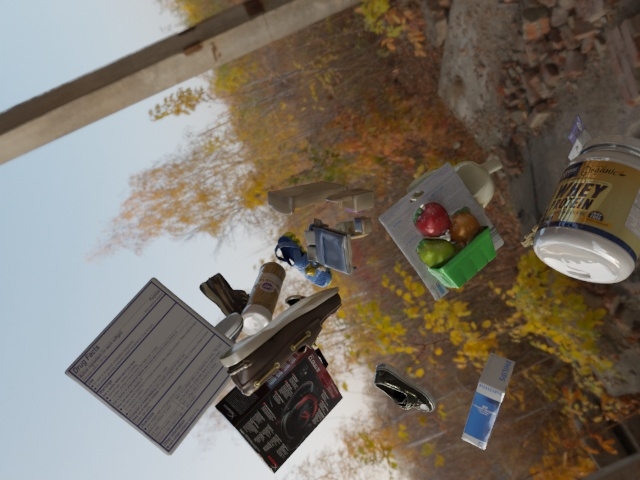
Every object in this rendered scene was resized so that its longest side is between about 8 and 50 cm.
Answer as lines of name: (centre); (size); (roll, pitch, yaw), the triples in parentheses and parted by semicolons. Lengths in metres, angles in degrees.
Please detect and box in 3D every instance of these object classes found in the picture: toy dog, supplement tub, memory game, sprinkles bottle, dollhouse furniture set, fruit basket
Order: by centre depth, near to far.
supplement tub: (0.693, -0.078, 1.203); (0.228, 0.316, 0.228); (28, 167, 7)
dollhouse furniture set: (0.000, 0.000, 1.430); (0.286, 0.198, 0.304); (21, 121, 54)
memory game: (0.732, -0.040, 1.573); (0.012, 0.186, 0.186); (57, 176, 28)
fruit basket: (0.409, -0.031, 1.641); (0.353, 0.327, 0.165); (51, 168, -3)
sprinkles bottle: (-0.226, 0.225, 1.946); (0.355, 0.121, 0.121); (-77, -33, -60)
toy dog: (0.559, -0.161, 2.011); (0.284, 0.395, 0.408); (39, 178, 20)

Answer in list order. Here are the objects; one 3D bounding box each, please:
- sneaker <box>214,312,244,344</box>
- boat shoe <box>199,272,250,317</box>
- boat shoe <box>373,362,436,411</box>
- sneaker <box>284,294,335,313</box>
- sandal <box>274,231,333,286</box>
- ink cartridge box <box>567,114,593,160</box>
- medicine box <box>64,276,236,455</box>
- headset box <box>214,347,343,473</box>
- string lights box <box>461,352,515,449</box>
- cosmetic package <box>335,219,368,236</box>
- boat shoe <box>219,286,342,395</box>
sneaker: (-0.351, 0.385, 1.668); (0.127, 0.321, 0.126); (41, -166, -20)
boat shoe: (-0.362, 0.263, 2.060); (0.355, 0.130, 0.132); (39, 172, 17)
boat shoe: (0.229, 0.426, 1.340); (0.219, 0.077, 0.070); (37, -135, -16)
sneaker: (-0.034, 0.227, 1.683); (0.084, 0.185, 0.070); (20, -107, -68)
sandal: (-0.087, 0.095, 2.105); (0.317, 0.126, 0.138); (37, -155, 15)
ink cartridge box: (0.870, -0.274, 1.588); (0.224, 0.045, 0.223); (64, -165, 16)
medicine box: (-0.359, 0.279, 1.105); (0.289, 0.263, 0.149); (40, 161, -2)
headset box: (-0.087, 0.403, 1.246); (0.110, 0.293, 0.218); (20, 145, 49)
string lights box: (0.498, 0.478, 1.439); (0.133, 0.076, 0.260); (-41, -38, -47)
cosmetic package: (0.110, -0.037, 1.665); (0.041, 0.115, 0.060); (-24, 82, 46)
boat shoe: (-0.064, 0.207, 1.057); (0.116, 0.324, 0.097); (-26, 93, 51)
